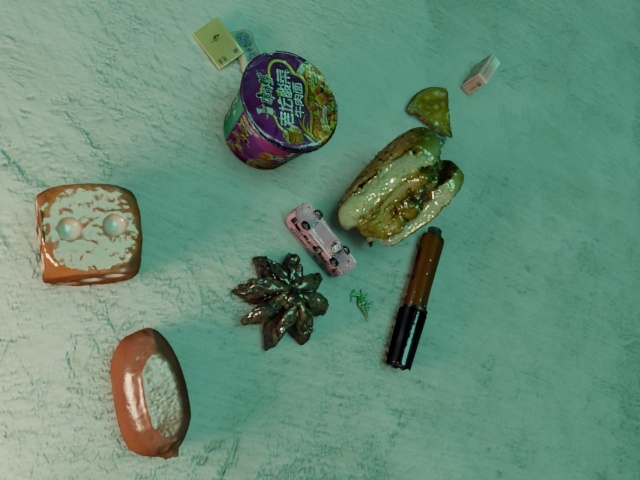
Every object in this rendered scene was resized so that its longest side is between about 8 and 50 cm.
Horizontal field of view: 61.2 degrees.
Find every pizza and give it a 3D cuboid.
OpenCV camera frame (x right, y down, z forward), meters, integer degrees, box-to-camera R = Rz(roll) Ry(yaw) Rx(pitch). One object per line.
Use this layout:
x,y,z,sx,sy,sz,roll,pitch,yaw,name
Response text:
0.363,-0.397,1.683,0.176,0.036,0.185,51,57,-10,pizza

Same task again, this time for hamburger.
0.203,-0.138,1.382,0.195,0.318,0.277,43,29,-10,hamburger

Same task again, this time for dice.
-0.451,-0.009,1.046,0.179,0.174,0.175,0,78,-30,dice

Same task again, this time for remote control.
-0.189,-0.486,1.400,0.074,0.032,0.122,-29,93,-32,remote control

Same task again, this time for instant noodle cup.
-0.111,-0.293,1.301,0.251,0.190,0.251,8,73,-28,instant noodle cup

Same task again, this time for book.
-0.256,-0.495,1.359,0.077,0.014,0.111,-39,94,-9,book

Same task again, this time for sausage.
-0.332,0.301,1.056,0.148,0.148,0.255,-14,86,-31,sausage

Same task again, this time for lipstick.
0.262,0.147,1.461,0.077,0.077,0.419,30,63,-19,lipstick

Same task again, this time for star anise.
-0.078,0.137,1.259,0.223,0.109,0.236,43,59,-18,star anise

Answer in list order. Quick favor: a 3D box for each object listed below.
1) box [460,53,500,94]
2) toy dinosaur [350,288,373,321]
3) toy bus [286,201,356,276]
0.527,-0.547,1.781,0.043,0.089,0.125,43,62,-13,box
0.105,0.165,1.400,0.062,0.021,0.083,17,65,-17,toy dinosaur
0.000,0.000,1.344,0.063,0.090,0.203,-43,99,-30,toy bus
